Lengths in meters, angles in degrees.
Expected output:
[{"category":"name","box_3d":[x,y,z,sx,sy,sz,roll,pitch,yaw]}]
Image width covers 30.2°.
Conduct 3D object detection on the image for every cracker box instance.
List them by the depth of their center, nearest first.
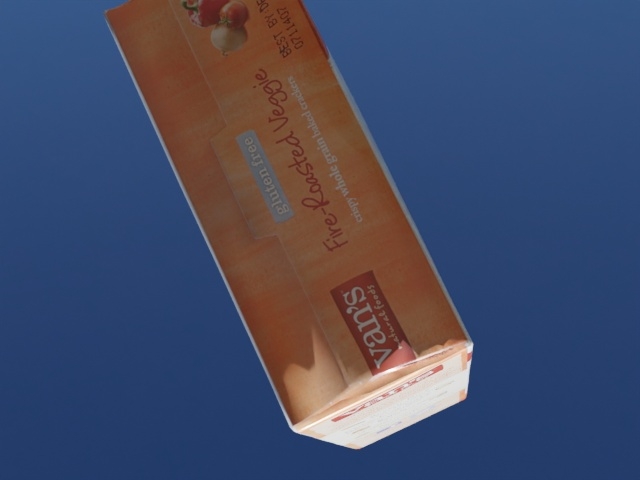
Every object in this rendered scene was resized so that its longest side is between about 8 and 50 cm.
[{"category":"cracker box","box_3d":[0.000,0.000,0.484,0.067,0.232,0.156,-26,-102,2]}]
